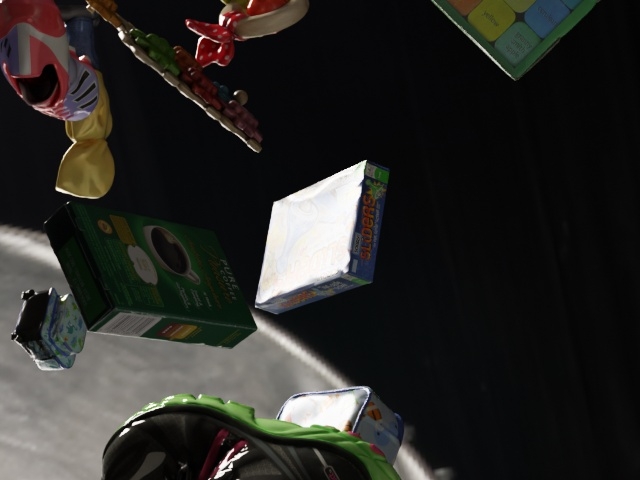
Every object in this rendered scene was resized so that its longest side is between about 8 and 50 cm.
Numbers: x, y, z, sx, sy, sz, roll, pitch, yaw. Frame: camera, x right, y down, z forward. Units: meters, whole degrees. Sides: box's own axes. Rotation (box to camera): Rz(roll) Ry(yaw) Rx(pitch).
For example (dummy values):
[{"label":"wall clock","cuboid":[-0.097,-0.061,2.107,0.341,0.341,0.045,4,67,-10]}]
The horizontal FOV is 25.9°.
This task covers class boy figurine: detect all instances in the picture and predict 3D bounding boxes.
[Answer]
[{"label":"boy figurine","cuboid":[-0.360,-0.204,2.092,0.092,0.285,0.177,-2,-2,-8]}]

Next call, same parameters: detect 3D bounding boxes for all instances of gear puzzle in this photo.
[{"label":"gear puzzle","cuboid":[-0.206,-0.255,1.882,0.044,0.339,0.175,-47,34,7]}]

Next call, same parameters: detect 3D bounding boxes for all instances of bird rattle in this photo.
[{"label":"bird rattle","cuboid":[-0.125,-0.408,2.482,0.207,0.143,0.253,-9,21,18]}]

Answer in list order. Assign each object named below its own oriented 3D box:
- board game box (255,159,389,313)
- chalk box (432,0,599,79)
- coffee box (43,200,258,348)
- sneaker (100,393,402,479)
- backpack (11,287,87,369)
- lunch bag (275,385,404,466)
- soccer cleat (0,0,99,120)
[{"label":"board game box","cuboid":[0.000,0.000,1.586,0.035,0.136,0.201,21,-24,-28]},{"label":"chalk box","cuboid":[0.182,-0.298,1.417,0.179,0.180,0.289,-45,23,11]},{"label":"coffee box","cuboid":[-0.141,0.033,1.189,0.040,0.113,0.184,-40,-28,25]},{"label":"sneaker","cuboid":[-0.123,0.328,1.796,0.483,0.185,0.202,-1,36,39]},{"label":"backpack","cuboid":[-0.404,0.140,2.114,0.084,0.114,0.105,-5,50,12]},{"label":"lunch bag","cuboid":[-0.008,0.366,2.164,0.243,0.115,0.303,-15,40,46]},{"label":"soccer cleat","cuboid":[-0.270,-0.157,1.367,0.083,0.095,0.248,-2,-18,-1]}]
